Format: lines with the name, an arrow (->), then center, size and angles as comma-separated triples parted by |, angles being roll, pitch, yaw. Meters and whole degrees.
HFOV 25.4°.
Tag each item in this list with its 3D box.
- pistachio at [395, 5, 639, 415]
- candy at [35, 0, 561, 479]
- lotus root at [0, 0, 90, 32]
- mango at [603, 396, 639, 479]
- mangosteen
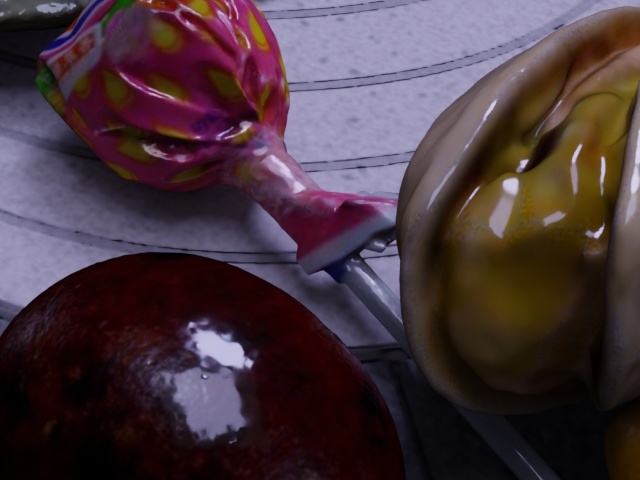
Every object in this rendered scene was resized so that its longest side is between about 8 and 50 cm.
pistachio -> 0.141, -0.011, 0.659 | 0.187, 0.187, 0.299 | 33, 30, 19
candy -> 0.000, 0.000, 0.715 | 0.124, 0.124, 0.365 | -30, 68, -31
lotus root -> -0.247, -0.199, 0.822 | 0.314, 0.142, 0.210 | 9, 9, 6
mango -> 0.245, 0.126, 0.614 | 0.252, 0.126, 0.154 | 16, 58, 14
mangosteen -> -0.066, 0.101, 0.551 | 0.200, 0.200, 0.200 | 5, 48, -6
